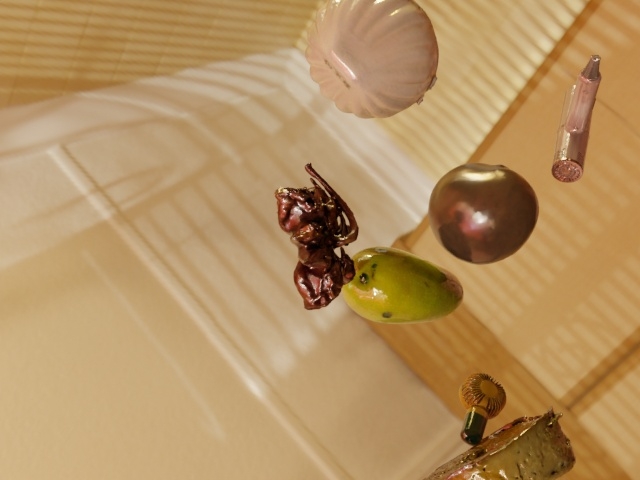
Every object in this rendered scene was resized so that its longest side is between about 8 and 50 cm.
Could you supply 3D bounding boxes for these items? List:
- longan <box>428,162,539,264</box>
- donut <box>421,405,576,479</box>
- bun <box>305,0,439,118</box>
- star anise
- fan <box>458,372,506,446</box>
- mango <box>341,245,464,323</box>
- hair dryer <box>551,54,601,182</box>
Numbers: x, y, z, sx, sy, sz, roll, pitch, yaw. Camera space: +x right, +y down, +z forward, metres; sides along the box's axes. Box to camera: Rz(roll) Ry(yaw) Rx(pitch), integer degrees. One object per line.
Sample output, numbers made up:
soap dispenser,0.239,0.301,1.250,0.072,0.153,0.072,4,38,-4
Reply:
longan,0.310,-0.051,1.725,0.220,0.196,0.196,6,-161,39
donut,0.269,0.354,1.360,0.272,0.272,0.107,-18,-109,-46
bun,0.073,-0.337,1.664,0.263,0.263,0.175,40,-145,8
star anise,0.000,0.000,1.536,0.190,0.126,0.220,-52,-51,-49
fan,0.277,0.293,1.559,0.082,0.039,0.155,29,-138,0
mango,0.165,0.092,1.733,0.293,0.143,0.175,10,-174,-42
hair dryer,0.418,-0.237,1.445,0.053,0.220,0.195,10,-130,13
